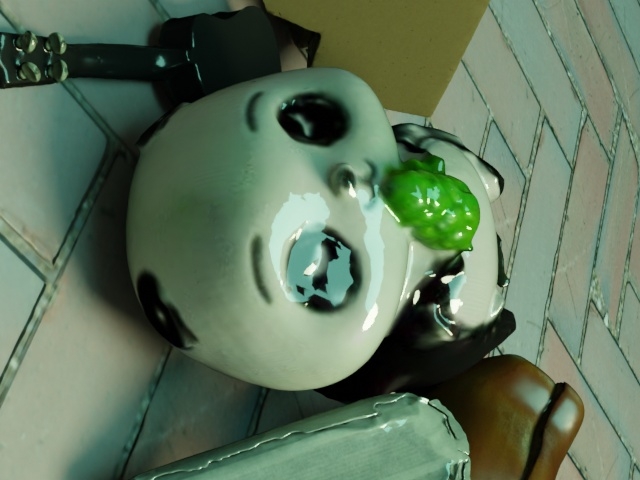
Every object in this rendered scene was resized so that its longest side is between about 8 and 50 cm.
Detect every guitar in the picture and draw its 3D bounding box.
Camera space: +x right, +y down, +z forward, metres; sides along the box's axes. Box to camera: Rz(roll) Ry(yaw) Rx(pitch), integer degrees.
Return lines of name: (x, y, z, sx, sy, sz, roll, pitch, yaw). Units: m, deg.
guitar: (-0.109, -0.119, 0.809, 0.271, 0.038, 0.084, -11, 92, -59)

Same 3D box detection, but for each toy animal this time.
toy animal: (0.007, -0.002, 0.809, 0.267, 0.212, 0.212, 22, 66, -56)

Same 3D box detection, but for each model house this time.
model house: (0.043, -0.249, 0.995, 0.248, 0.176, 0.181, -87, -164, -50)

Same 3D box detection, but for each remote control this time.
remote control: (-0.021, 0.165, 0.750, 0.247, 0.052, 0.104, -17, 74, -18)

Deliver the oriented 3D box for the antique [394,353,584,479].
antique: (0.073, 0.201, 0.897, 0.278, 0.129, 0.223, -54, 179, -11)
